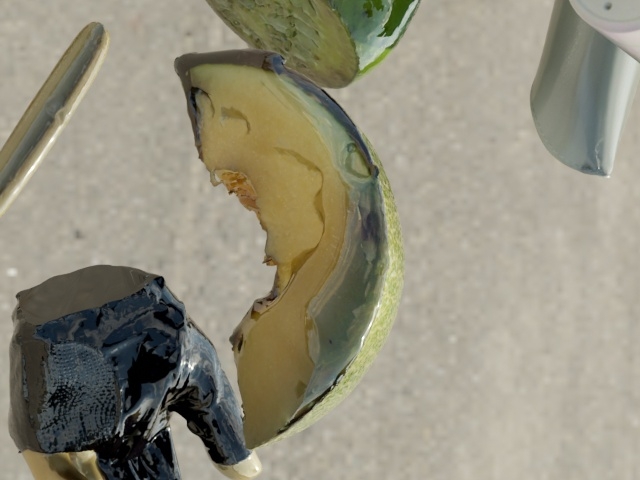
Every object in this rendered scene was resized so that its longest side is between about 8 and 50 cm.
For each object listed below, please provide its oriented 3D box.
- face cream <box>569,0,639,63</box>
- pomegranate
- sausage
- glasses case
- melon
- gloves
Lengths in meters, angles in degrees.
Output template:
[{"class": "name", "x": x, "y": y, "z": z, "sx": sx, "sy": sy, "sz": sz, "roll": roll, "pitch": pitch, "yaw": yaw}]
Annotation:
[{"class": "face cream", "x": 0.290, "y": -0.146, "z": 1.383, "sx": 0.345, "sy": 0.102, "sz": 0.102, "roll": 20, "pitch": 71, "yaw": -57}, {"class": "pomegranate", "x": 0.007, "y": -0.222, "z": 1.584, "sx": 0.159, "sy": 0.190, "sz": 0.241, "roll": -49, "pitch": 148, "yaw": -23}, {"class": "sausage", "x": -0.155, "y": -0.066, "z": 1.061, "sx": 0.132, "sy": 0.024, "sz": 0.024, "roll": -58, "pitch": 146, "yaw": -15}, {"class": "glasses case", "x": 0.245, "y": -0.209, "z": 1.626, "sx": 0.128, "sy": 0.083, "sz": 0.308, "roll": 4, "pitch": 99, "yaw": -77}, {"class": "melon", "x": 0.000, "y": 0.000, "z": 0.771, "sx": 0.128, "sy": 0.079, "sz": 0.160, "roll": 32, "pitch": 44, "yaw": -72}, {"class": "gloves", "x": -0.152, "y": 0.165, "z": 1.594, "sx": 0.197, "sy": 0.152, "sz": 0.301, "roll": -19, "pitch": 95, "yaw": -20}]
